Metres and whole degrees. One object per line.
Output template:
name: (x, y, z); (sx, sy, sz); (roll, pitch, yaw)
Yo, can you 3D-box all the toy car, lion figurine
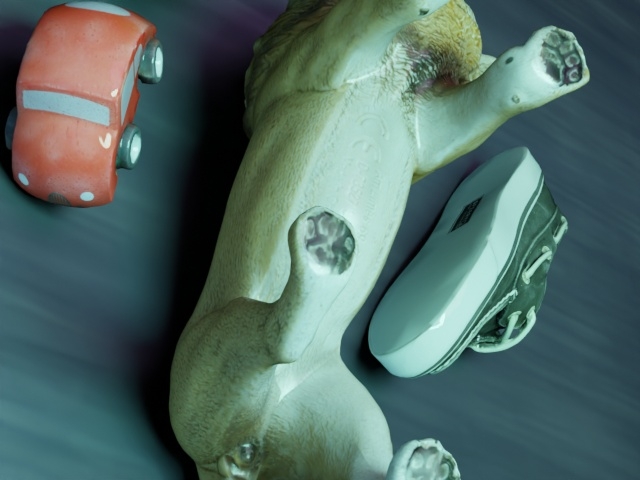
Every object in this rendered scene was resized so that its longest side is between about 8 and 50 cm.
toy car: (-0.111, -0.165, 0.940); (0.225, 0.239, 0.053); (44, -7, 13)
lion figurine: (0.000, 0.000, 0.954); (0.142, 0.240, 0.392); (38, 58, -15)

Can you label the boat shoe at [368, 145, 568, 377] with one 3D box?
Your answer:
boat shoe: (0.095, 0.022, 1.123); (0.070, 0.078, 0.219); (53, 36, -12)
